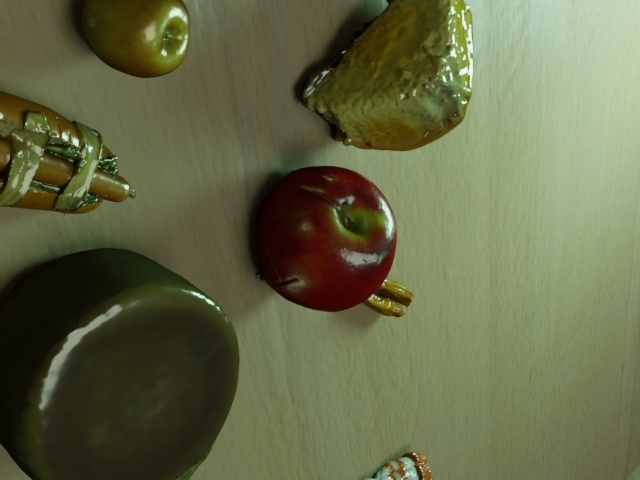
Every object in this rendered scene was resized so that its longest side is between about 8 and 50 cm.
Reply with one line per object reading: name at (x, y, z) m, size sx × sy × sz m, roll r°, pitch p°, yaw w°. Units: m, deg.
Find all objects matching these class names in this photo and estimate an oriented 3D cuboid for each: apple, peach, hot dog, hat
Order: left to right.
hot dog at (-0.291, -0.081, 0.955) m, size 0.269 × 0.072 × 0.109 m, roll 17°, pitch 103°, yaw -53°
apple at (-0.184, -0.213, 0.964) m, size 0.099 × 0.102 × 0.114 m, roll -48°, pitch 144°, yaw -19°
peach at (0.000, 0.000, 1.327) m, size 0.196 × 0.226 × 0.189 m, roll 13°, pitch 69°, yaw -20°
hot dog at (0.105, 0.093, 1.600) m, size 0.144 × 0.038 × 0.062 m, roll 22°, pitch 99°, yaw -53°
hat at (0.139, 0.481, 1.898) m, size 0.162 × 0.094 × 0.112 m, roll 3°, pitch 103°, yaw -33°

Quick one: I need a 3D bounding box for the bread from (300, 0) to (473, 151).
bread at (0.123, -0.218, 1.299) m, size 0.262 × 0.162 × 0.204 m, roll -46°, pitch 157°, yaw 5°

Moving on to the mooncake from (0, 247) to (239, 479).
mooncake at (-0.243, 0.151, 1.098) m, size 0.284 × 0.155 × 0.284 m, roll -21°, pitch 125°, yaw -34°

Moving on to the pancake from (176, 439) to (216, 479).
pancake at (-0.220, 0.259, 1.314) m, size 0.254 × 0.037 × 0.253 m, roll -28°, pitch 131°, yaw -37°
